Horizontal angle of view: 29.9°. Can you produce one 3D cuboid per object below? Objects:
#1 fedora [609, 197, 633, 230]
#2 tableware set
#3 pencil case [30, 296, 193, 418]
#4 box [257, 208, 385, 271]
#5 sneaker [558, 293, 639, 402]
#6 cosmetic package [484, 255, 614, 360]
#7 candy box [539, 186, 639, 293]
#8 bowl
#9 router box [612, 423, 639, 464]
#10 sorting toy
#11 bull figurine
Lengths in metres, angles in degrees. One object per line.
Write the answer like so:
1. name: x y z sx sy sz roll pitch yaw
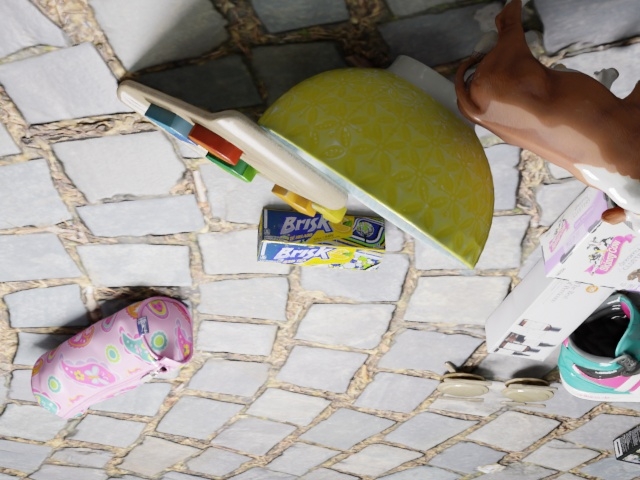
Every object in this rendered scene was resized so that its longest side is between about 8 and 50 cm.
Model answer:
1. fedora: 0.477 -0.088 1.388 0.275 0.244 0.124 -1 118 9
2. tableware set: 0.293 0.239 2.001 0.194 0.039 0.128 5 158 2
3. pencil case: -0.316 0.182 1.823 0.284 0.124 0.124 -26 139 34
4. box: 0.000 0.000 1.613 0.168 0.054 0.059 4 147 -9
5. sneaker: 0.494 0.156 1.784 0.295 0.124 0.178 -5 144 19
6. cosmetic package: 0.337 0.096 1.763 0.098 0.060 0.239 8 146 -15
7. candy box: 0.421 -0.003 1.604 0.196 0.070 0.165 10 145 -17
8. bowl: 0.090 -0.110 1.328 0.289 0.289 0.156 35 90 -41
9. router box: 0.654 0.377 2.212 0.178 0.046 0.133 15 143 -23
10. sorting toy: -0.076 -0.083 1.396 0.307 0.041 0.229 34 171 -41
11. bull figurine: 0.282 -0.132 1.269 0.310 0.188 0.101 27 148 -20
